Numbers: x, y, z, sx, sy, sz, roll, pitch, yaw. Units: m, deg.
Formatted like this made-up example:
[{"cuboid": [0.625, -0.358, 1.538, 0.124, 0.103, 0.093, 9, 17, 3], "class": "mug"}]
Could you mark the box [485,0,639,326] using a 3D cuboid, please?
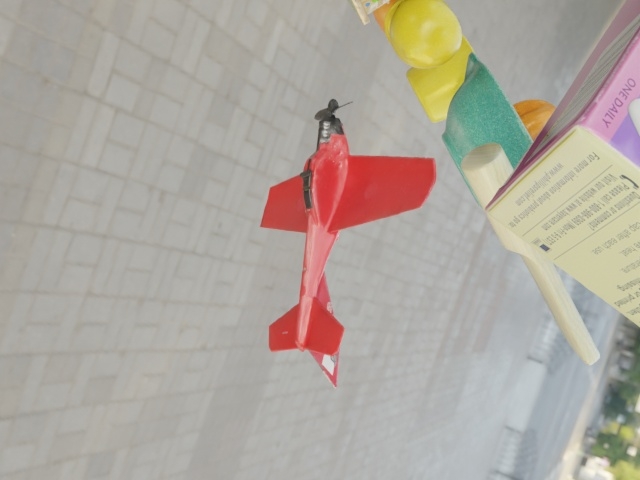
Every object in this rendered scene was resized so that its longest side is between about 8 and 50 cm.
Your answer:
[{"cuboid": [0.249, -0.039, 0.497, 0.214, 0.243, 0.117, -52, 179, -20], "class": "box"}]

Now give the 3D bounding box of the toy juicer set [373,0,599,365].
[{"cuboid": [0.131, -0.092, 0.740, 0.089, 0.329, 0.209, -28, 139, 8], "class": "toy juicer set"}]

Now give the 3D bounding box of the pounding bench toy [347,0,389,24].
[{"cuboid": [0.036, -0.213, 0.721, 0.065, 0.052, 0.083, -32, 147, 5], "class": "pounding bench toy"}]

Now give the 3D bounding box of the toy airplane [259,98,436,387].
[{"cuboid": [0.000, 0.000, 0.519, 0.028, 0.151, 0.151, 7, 105, -34], "class": "toy airplane"}]
